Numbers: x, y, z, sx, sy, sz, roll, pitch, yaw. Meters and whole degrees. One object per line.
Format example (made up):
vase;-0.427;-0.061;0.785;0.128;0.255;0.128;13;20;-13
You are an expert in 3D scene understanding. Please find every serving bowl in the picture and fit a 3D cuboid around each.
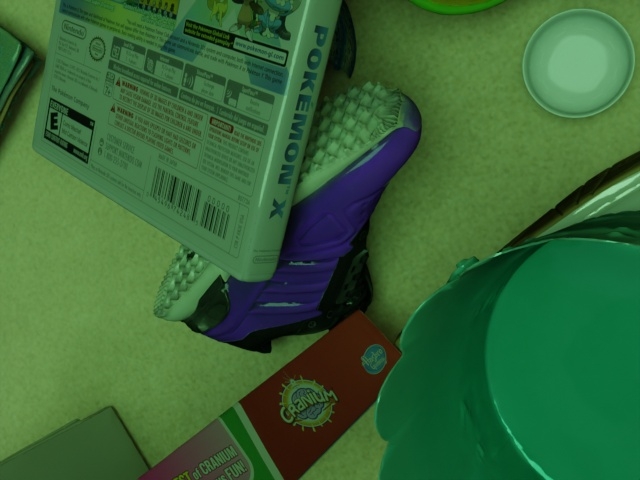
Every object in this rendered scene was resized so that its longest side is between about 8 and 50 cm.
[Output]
serving bowl;0.201;-0.137;0.662;0.083;0.027;0.083;2;96;17

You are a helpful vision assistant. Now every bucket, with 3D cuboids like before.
bucket;0.185;0.114;0.512;0.281;0.183;0.281;7;104;27

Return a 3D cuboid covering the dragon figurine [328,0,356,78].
dragon figurine;-0.023;-0.168;0.699;0.144;0.085;0.289;-18;89;19

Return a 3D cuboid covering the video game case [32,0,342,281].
video game case;-0.115;-0.166;0.656;0.329;0.036;0.300;28;110;41

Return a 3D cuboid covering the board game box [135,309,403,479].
board game box;-0.091;0.194;0.616;0.064;0.316;0.242;48;123;8

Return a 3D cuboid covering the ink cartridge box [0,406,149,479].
ink cartridge box;-0.241;0.333;0.768;0.198;0.197;0.270;-35;85;18

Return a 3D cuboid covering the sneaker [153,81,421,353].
sneaker;0.000;0.000;0.691;0.146;0.102;0.293;35;127;-21

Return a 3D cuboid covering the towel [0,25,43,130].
towel;-0.465;-0.111;0.874;0.271;0.040;0.370;38;108;11

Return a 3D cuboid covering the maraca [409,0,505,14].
maraca;0.127;-0.250;0.639;0.185;0.099;0.127;-41;86;0

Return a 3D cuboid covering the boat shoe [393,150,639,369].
boat shoe;0.185;0.033;0.656;0.277;0.098;0.096;-42;83;27
